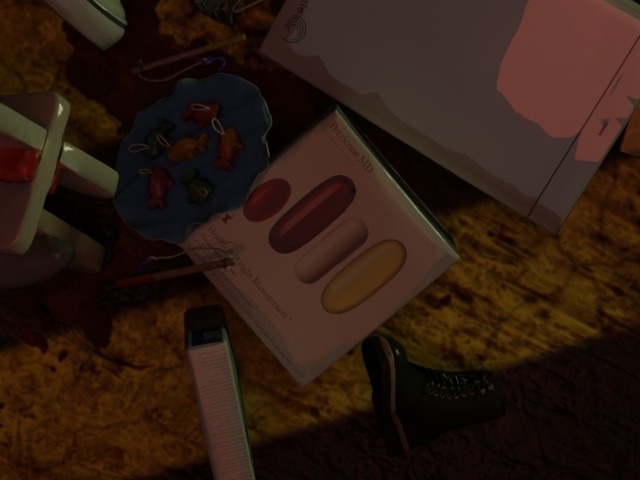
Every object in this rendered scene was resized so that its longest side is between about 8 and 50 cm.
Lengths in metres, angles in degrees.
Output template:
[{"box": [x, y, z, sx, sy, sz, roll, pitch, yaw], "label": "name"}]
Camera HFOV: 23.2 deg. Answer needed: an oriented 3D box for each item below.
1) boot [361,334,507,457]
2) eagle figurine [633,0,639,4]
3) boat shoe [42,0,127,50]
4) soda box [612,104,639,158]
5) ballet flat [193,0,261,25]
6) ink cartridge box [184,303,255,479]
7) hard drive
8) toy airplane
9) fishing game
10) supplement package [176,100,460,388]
[{"box": [0.119, 0.140, 1.585, 0.137, 0.198, 0.077, -16, 60, -2], "label": "boot"}, {"box": [0.439, -0.260, 1.533, 0.298, 0.225, 0.226, 25, 54, 26], "label": "eagle figurine"}, {"box": [-0.287, -0.364, 1.536, 0.156, 0.136, 0.367, -41, 86, 2], "label": "boat shoe"}, {"box": [0.393, -0.096, 1.596, 0.181, 0.058, 0.061, 17, 98, -2], "label": "soda box"}, {"box": [-0.047, -0.290, 1.571, 0.188, 0.070, 0.070, -43, 96, 15], "label": "ballet flat"}, {"box": [-0.095, 0.190, 1.556, 0.045, 0.223, 0.224, -10, 98, -4], "label": "ink cartridge box"}, {"box": [0.143, -0.196, 1.539, 0.353, 0.047, 0.233, 33, 106, 8], "label": "hard drive"}, {"box": [-0.382, -0.057, 1.444, 0.386, 0.384, 0.272, 31, 87, -5], "label": "toy airplane"}, {"box": [-0.130, -0.085, 1.517, 0.189, 0.041, 0.264, -10, 61, 27], "label": "fishing game"}, {"box": [0.000, 0.000, 1.566, 0.203, 0.149, 0.194, -41, 96, 6], "label": "supplement package"}]
